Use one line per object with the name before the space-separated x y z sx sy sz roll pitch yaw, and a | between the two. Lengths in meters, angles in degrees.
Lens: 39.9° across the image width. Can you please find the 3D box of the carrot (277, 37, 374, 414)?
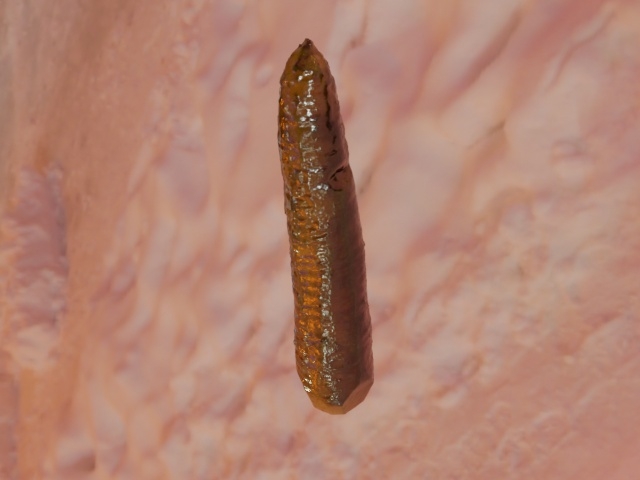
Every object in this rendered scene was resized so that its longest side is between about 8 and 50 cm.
carrot | 0.000 0.000 0.663 0.066 0.066 0.314 -132 30 -53
